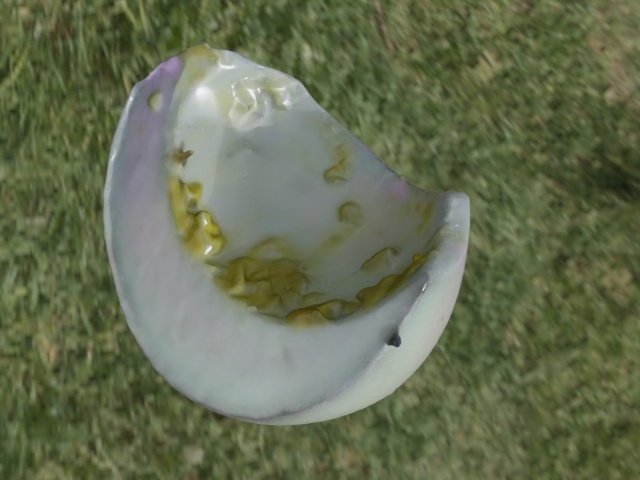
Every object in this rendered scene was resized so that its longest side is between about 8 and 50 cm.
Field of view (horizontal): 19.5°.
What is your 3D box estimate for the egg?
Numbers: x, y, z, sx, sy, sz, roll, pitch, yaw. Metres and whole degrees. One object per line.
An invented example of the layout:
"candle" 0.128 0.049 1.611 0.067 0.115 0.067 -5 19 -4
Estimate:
"egg" -0.013 0.012 1.254 0.161 0.271 0.206 5 118 -56
